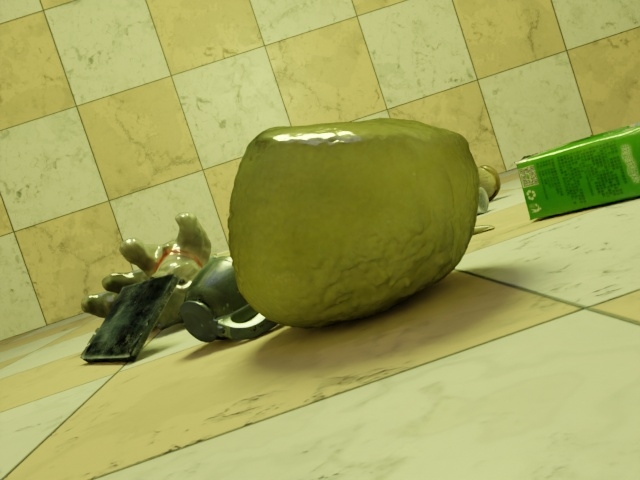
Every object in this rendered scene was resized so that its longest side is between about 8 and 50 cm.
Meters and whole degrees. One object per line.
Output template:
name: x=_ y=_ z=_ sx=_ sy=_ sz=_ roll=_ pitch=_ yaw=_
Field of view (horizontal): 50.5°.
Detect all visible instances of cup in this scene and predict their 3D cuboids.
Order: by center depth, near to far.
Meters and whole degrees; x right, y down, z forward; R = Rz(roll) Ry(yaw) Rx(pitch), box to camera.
cup: x=0.329 y=-0.077 z=1.608 sx=0.116 sy=0.074 sz=0.104 roll=-10 pitch=32 yaw=41

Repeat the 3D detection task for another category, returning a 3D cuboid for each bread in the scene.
bread: x=0.038 y=-0.024 z=0.815 sx=0.320 sy=0.238 sz=0.320 roll=-5 pitch=11 yaw=1

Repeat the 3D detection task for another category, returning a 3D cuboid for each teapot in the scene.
teapot: x=-0.129 y=0.101 z=0.948 sx=0.108 sy=0.149 sz=0.111 roll=-42 pitch=-19 yaw=-46

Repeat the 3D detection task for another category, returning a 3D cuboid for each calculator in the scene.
calculator: x=-0.330 y=0.136 z=1.165 sx=0.261 sy=0.021 sz=0.161 roll=-13 pitch=46 yaw=54

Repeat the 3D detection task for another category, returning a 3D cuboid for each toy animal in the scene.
toy animal: x=-0.337 y=0.122 z=1.372 sx=0.307 sy=0.188 sz=0.266 roll=-24 pitch=-21 yaw=-4

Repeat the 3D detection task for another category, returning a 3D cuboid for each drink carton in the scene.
drink carton: x=0.459 y=-0.121 z=1.079 sx=0.161 sy=0.108 sz=0.271 roll=-21 pitch=3 yaw=-43

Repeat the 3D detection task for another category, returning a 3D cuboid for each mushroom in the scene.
mushroom: x=0.334 y=-0.121 z=1.803 sx=0.328 sy=0.122 sz=0.159 roll=-19 pitch=12 yaw=-33

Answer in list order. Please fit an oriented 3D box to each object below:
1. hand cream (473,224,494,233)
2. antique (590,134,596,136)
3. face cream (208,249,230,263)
hand cream: x=0.265 y=-0.017 z=1.237 sx=0.102 sy=0.022 sz=0.035 roll=-13 pitch=-3 yaw=19
antique: x=0.561 y=-0.165 z=1.415 sx=0.104 sy=0.104 sz=0.104 roll=-18 pitch=3 yaw=1
face cream: x=-0.278 y=0.099 z=1.547 sx=0.284 sy=0.067 sz=0.139 roll=-18 pitch=-42 yaw=3
